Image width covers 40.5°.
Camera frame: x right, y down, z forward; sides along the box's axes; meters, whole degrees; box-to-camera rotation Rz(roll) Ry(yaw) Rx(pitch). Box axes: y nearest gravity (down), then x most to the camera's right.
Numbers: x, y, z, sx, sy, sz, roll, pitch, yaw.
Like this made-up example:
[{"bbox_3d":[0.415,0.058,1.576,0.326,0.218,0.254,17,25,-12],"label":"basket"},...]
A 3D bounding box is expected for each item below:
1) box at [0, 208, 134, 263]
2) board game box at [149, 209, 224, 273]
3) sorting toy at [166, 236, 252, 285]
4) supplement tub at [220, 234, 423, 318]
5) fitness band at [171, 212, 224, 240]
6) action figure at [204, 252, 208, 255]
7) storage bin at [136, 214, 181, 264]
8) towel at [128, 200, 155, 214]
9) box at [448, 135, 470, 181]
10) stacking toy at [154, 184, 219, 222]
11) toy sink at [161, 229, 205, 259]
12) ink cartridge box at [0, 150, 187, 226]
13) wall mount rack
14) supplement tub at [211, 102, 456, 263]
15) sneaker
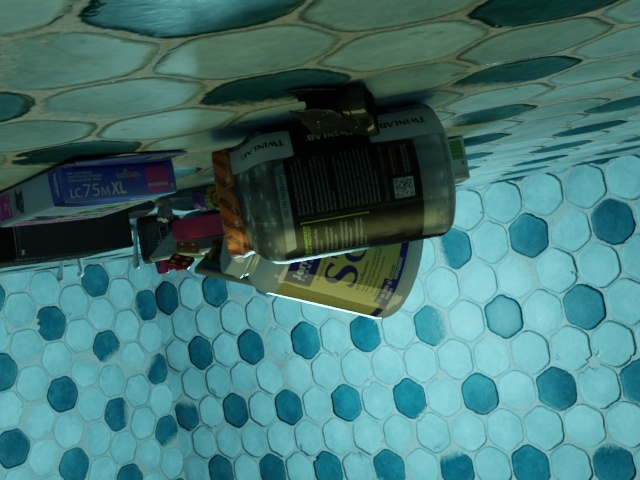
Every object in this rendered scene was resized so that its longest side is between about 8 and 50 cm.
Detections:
[{"bbox_3d":[-0.534,-0.010,1.715,0.184,0.103,0.261,-7,180,41],"label":"box"},{"bbox_3d":[-0.175,-0.030,2.099,0.390,0.050,0.390,-10,-163,8],"label":"board game box"},{"bbox_3d":[-0.179,0.031,1.762,0.274,0.046,0.132,12,-154,11],"label":"sorting toy"},{"bbox_3d":[0.000,0.000,1.618,0.331,0.241,0.241,14,172,-15],"label":"supplement tub"},{"bbox_3d":[-0.177,-0.043,1.862,0.291,0.054,0.209,-9,180,20],"label":"fitness band"},{"bbox_3d":[-0.246,0.016,2.142,0.038,0.030,0.115,-5,-162,38],"label":"action figure"},{"bbox_3d":[-0.419,-0.003,2.303,0.084,0.122,0.180,-10,178,5],"label":"storage bin"},{"bbox_3d":[-0.394,-0.068,1.852,0.067,0.029,0.119,-9,177,-22],"label":"towel"},{"bbox_3d":[0.233,-0.152,1.731,0.101,0.087,0.102,-10,179,-4],"label":"box"},{"bbox_3d":[-0.232,-0.084,1.900,0.167,0.052,0.221,-11,179,33],"label":"stacking toy"},{"bbox_3d":[-0.333,-0.007,2.543,0.234,0.131,0.153,-11,179,29],"label":"toy sink"},{"bbox_3d":[-0.354,-0.076,1.331,0.186,0.065,0.311,-9,176,-40],"label":"ink cartridge box"},{"bbox_3d":[-0.602,0.036,2.416,0.350,0.130,0.304,-11,178,-4],"label":"wall mount rack"},{"bbox_3d":[0.016,-0.076,1.211,0.316,0.193,0.193,-10,178,-5],"label":"supplement tub"},{"bbox_3d":[0.019,-0.155,1.052,0.089,0.051,0.170,-10,174,10],"label":"sneaker"}]
